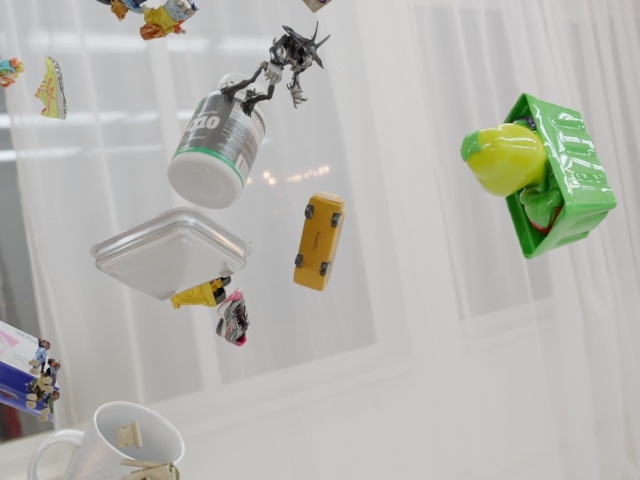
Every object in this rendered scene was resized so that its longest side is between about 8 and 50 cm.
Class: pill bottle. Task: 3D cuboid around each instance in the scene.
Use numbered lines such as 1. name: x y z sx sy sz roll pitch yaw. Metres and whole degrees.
1. pill bottle: -0.267 -0.280 1.905 0.204 0.361 0.204 10 -38 8

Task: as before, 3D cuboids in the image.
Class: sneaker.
1. sneaker: -0.317 0.290 2.629 0.121 0.112 0.299 -44 -20 -34
2. sneaker: -0.888 -0.494 2.259 0.094 0.208 0.081 -3 23 -11

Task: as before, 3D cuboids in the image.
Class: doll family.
1. doll family: -0.446 -0.610 1.777 0.163 0.263 0.118 -31 36 20
2. doll family: -0.635 0.314 1.593 0.076 0.193 0.111 14 19 -8

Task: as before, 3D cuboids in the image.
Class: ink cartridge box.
1. ink cartridge box: -0.900 0.338 1.970 0.330 0.071 0.324 42 -2 44

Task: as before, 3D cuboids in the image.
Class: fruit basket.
1. fruit basket: 0.489 -0.167 1.693 0.392 0.392 0.283 -10 -28 -15

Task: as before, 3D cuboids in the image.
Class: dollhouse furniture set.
1. dollhouse furniture set: -0.363 0.461 1.485 0.101 0.161 0.182 -11 -11 -7

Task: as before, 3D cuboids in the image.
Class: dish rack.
1. dish rack: -0.362 0.051 1.695 0.333 0.072 0.285 -21 -33 24

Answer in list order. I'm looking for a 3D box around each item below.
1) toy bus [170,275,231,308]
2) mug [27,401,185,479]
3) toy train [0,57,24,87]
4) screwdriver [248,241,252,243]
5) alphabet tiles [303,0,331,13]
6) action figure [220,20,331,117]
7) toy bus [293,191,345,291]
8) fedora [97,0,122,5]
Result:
1. toy bus: -0.380 0.102 2.007 0.211 0.149 0.220 -10 25 9
2. mug: -0.619 0.650 1.928 0.374 0.328 0.276 26 11 -24
3. toy train: -0.700 -0.350 1.465 0.125 0.046 0.166 -5 1 -40
4. screwdriver: -0.262 0.033 1.844 0.170 0.024 0.025 -17 -17 -5
5. alphabet tiles: -0.040 -0.686 1.695 0.198 0.237 0.009 -15 38 54
6. action figure: -0.091 -0.384 1.610 0.276 0.141 0.164 -31 -36 23
7. toy bus: 0.000 0.000 2.181 0.108 0.332 0.130 19 30 11
8. fedora: -0.580 -0.759 1.930 0.334 0.152 0.334 -15 -10 -3
